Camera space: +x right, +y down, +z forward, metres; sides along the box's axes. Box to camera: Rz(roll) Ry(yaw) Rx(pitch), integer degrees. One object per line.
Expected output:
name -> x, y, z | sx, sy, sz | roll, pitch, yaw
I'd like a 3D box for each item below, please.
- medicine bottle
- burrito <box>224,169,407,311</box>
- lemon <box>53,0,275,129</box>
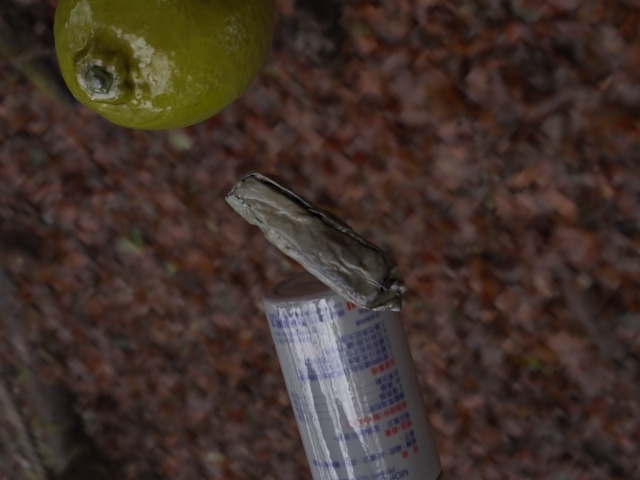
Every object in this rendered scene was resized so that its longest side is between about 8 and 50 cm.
medicine bottle -> 0.048, 0.197, 1.574 | 0.130, 0.130, 0.341 | 5, 113, 62
burrito -> 0.000, 0.000, 1.393 | 0.188, 0.058, 0.045 | 37, 171, 11
lemon -> -0.137, -0.183, 1.360 | 0.184, 0.248, 0.184 | 17, 133, 19
